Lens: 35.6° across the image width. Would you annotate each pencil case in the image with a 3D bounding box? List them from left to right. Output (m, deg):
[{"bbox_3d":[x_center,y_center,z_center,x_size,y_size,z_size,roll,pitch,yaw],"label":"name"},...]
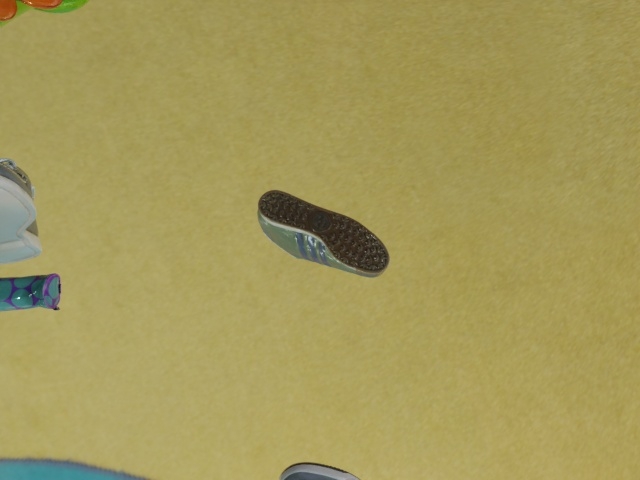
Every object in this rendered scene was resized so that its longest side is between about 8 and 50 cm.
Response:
[{"bbox_3d":[-0.526,0.092,1.733,0.152,0.070,0.064,-4,83,14],"label":"pencil case"}]

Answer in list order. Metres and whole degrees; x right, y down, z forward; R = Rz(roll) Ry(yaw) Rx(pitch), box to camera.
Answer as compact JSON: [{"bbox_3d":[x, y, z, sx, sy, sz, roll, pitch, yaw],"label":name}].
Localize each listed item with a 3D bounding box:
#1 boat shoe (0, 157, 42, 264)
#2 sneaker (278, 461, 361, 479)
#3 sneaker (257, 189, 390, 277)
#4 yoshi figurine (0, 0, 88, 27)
[{"bbox_3d":[-0.415,-0.051,1.253,0.116,0.319,0.099,-10,77,-11],"label":"boat shoe"},{"bbox_3d":[0.053,0.488,1.594,0.296,0.178,0.123,33,108,-9],"label":"sneaker"},{"bbox_3d":[0.000,0.000,1.358,0.192,0.064,0.086,27,157,1],"label":"sneaker"},{"bbox_3d":[-0.390,-0.262,0.885,0.203,0.362,0.202,157,108,-68],"label":"yoshi figurine"}]
